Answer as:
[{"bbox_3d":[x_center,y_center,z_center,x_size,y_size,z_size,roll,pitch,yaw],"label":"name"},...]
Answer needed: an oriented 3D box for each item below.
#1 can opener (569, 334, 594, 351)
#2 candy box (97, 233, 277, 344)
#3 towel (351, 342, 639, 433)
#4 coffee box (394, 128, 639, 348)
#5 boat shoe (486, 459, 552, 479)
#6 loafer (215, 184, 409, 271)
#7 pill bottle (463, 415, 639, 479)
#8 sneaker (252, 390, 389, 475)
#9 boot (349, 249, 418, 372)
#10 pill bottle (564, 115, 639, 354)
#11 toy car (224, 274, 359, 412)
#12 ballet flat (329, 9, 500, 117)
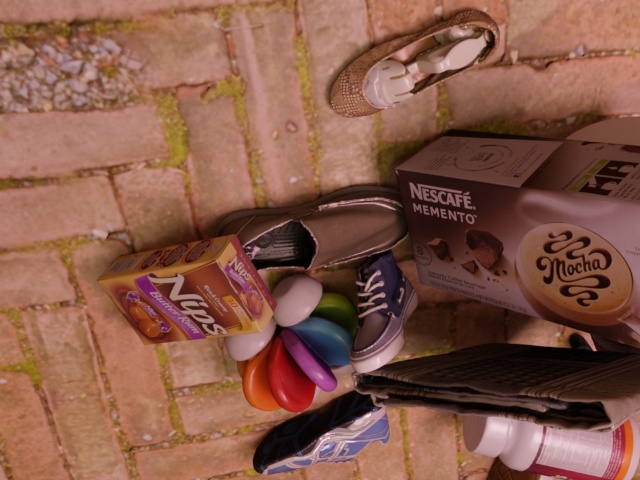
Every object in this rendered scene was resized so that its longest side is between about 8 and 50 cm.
[{"bbox_3d":[0.427,0.219,1.003,0.073,0.059,0.186,-31,118,5],"label":"can opener"},{"bbox_3d":[-0.157,0.061,0.771,0.187,0.053,0.109,-11,121,29],"label":"candy box"},{"bbox_3d":[0.243,0.166,0.758,0.324,0.312,0.056,1,87,-44],"label":"towel"},{"bbox_3d":[0.241,-0.015,0.715,0.119,0.297,0.168,-36,124,-31],"label":"coffee box"},{"bbox_3d":[0.323,0.441,1.075,0.096,0.098,0.277,7,123,-14],"label":"boat shoe"},{"bbox_3d":[0.000,0.000,0.799,0.251,0.087,0.094,-12,117,-5],"label":"loafer"},{"bbox_3d":[0.328,0.278,0.951,0.221,0.121,0.121,13,113,-4],"label":"pill bottle"},{"bbox_3d":[0.004,0.294,0.947,0.211,0.080,0.081,-23,114,2],"label":"sneaker"},{"bbox_3d":[0.063,0.078,0.797,0.069,0.190,0.086,-23,102,24],"label":"boot"},{"bbox_3d":[0.397,0.012,0.830,0.176,0.176,0.318,-29,118,4],"label":"pill bottle"},{"bbox_3d":[-0.025,0.147,0.838,0.182,0.136,0.159,-37,116,8],"label":"toy car"},{"bbox_3d":[0.107,-0.195,0.735,0.206,0.067,0.073,-29,117,4],"label":"ballet flat"}]
